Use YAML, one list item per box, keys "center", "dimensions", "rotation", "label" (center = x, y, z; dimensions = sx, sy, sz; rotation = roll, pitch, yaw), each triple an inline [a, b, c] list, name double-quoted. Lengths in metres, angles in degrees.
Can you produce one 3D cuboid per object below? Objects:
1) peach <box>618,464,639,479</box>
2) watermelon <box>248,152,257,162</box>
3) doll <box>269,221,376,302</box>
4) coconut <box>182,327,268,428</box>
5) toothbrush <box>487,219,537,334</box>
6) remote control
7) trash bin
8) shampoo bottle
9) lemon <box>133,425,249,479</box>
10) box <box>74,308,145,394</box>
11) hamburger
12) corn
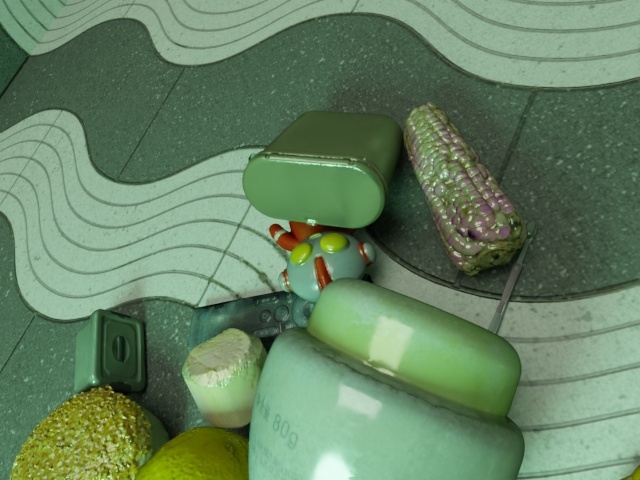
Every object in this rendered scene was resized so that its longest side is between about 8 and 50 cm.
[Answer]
- center: [0.388, 0.328, 0.520]
  dimensions: [0.179, 0.103, 0.179]
  rotation: [-11, 63, 21]
  label: "peach"
- center: [-0.078, -0.120, 1.050]
  dimensions: [0.158, 0.121, 0.098]
  rotation: [-12, 67, -29]
  label: "watermelon"
- center: [0.000, 0.000, 0.874]
  dimensions: [0.199, 0.105, 0.337]
  rotation: [-17, 43, 9]
  label: "doll"
- center: [-0.146, 0.241, 0.835]
  dimensions: [0.147, 0.153, 0.147]
  rotation: [-15, 28, 8]
  label: "coconut"
- center: [0.299, 0.055, 0.764]
  dimensions: [0.014, 0.017, 0.194]
  rotation: [16, 76, 40]
  label: "toothbrush"
- center: [-0.082, 0.144, 0.912]
  dimensions: [0.377, 0.044, 0.107]
  rotation: [-13, 63, 23]
  label: "remote control"
- center: [0.019, -0.141, 0.878]
  dimensions: [0.243, 0.121, 0.247]
  rotation: [8, 36, 16]
  label: "trash bin"
- center: [0.073, 0.226, 0.609]
  dimensions: [0.322, 0.322, 0.318]
  rotation: [19, 81, 35]
  label: "shampoo bottle"
- center: [-0.160, 0.399, 0.704]
  dimensions: [0.263, 0.236, 0.236]
  rotation: [16, 74, 29]
  label: "lemon"
- center: [-0.439, 0.241, 1.016]
  dimensions: [0.092, 0.124, 0.172]
  rotation: [-32, 52, 23]
  label: "box"
- center: [-0.408, 0.412, 0.865]
  dimensions: [0.276, 0.179, 0.294]
  rotation: [29, 81, 33]
  label: "hamburger"
- center: [0.221, -0.099, 0.822]
  dimensions: [0.126, 0.126, 0.335]
  rotation: [-28, 53, 13]
  label: "corn"
